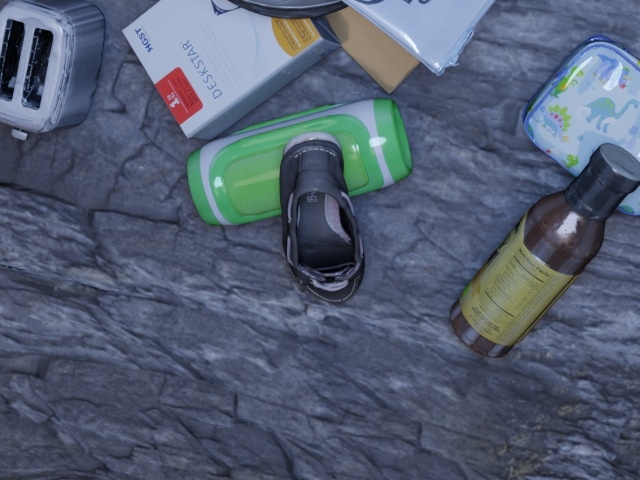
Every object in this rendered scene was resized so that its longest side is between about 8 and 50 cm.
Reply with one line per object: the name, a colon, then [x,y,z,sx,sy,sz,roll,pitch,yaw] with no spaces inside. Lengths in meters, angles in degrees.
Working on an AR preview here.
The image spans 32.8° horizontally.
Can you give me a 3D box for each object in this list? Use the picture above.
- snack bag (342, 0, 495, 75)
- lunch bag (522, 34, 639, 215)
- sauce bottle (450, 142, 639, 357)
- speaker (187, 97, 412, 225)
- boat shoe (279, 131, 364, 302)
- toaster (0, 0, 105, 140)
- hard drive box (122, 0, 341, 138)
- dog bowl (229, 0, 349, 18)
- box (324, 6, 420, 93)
snack bag: [0.108,-0.413,1.297,0.342,0.037,0.323,37,82,4]
lunch bag: [0.397,-0.155,1.453,0.219,0.090,0.176,37,109,-3]
sauce bottle: [0.304,0.015,1.460,0.111,0.111,0.344,33,125,-2]
speaker: [-0.029,-0.108,1.513,0.296,0.131,0.131,-14,104,12]
boat shoe: [0.000,0.000,1.470,0.112,0.096,0.335,-6,140,3]
toaster: [-0.383,-0.254,1.512,0.129,0.146,0.227,18,108,2]
hard drive box: [-0.120,-0.274,1.475,0.232,0.089,0.181,-35,84,18]
dog bowl: [-0.034,-0.439,1.364,0.348,0.102,0.349,0,80,-2]
box: [0.080,-0.327,1.486,0.201,0.021,0.164,44,107,-6]
